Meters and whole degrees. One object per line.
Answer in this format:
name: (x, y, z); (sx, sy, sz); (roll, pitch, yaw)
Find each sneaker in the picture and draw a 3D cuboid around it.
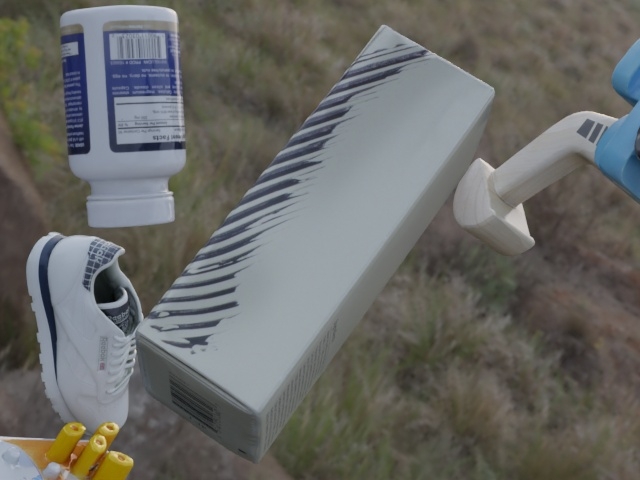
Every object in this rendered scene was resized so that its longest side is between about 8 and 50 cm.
sneaker: (-0.222, 0.103, 1.245); (0.094, 0.235, 0.090); (4, 32, 20)

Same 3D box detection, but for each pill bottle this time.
pill bottle: (-0.155, -0.097, 0.991); (0.094, 0.169, 0.094); (-2, 4, 0)

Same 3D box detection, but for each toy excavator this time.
toy excavator: (0.387, -0.118, 1.463); (0.222, 0.433, 0.445); (33, 7, -26)

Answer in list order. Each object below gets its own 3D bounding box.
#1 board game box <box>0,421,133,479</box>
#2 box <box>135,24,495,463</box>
board game box: (-0.261, 0.277, 0.995); (0.390, 0.050, 0.390); (12, 28, -42)
box: (0.000, 0.000, 0.809); (0.094, 0.113, 0.275); (32, 65, 11)
